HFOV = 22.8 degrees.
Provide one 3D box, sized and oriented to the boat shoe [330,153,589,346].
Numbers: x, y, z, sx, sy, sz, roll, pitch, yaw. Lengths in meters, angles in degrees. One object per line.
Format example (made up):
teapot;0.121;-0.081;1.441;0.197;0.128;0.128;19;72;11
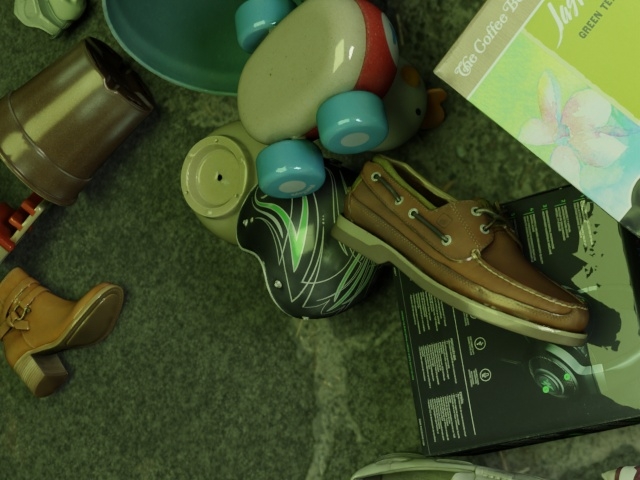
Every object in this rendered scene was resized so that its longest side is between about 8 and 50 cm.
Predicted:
boat shoe;0.142;0.004;1.571;0.307;0.111;0.104;27;99;32

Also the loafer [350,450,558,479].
loafer;0.169;0.290;1.656;0.319;0.111;0.112;6;90;43

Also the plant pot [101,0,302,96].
plant pot;-0.095;-0.335;1.825;0.293;0.293;0.196;-20;49;29

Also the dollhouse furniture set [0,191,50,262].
dollhouse furniture set;-0.491;-0.080;2.060;0.259;0.262;0.135;39;107;-7

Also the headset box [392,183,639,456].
headset box;0.236;0.081;1.647;0.283;0.131;0.246;-17;76;30

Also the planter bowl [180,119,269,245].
planter bowl;-0.096;-0.072;1.880;0.162;0.109;0.162;-3;84;31

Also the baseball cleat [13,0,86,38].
baseball cleat;-0.385;-0.360;2.107;0.109;0.072;0.206;-41;63;29

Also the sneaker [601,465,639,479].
sneaker;0.324;0.323;1.618;0.084;0.069;0.185;-4;81;45

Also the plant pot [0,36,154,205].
plant pot;-0.311;-0.159;1.998;0.165;0.167;0.167;-40;67;15

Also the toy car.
toy car;0.052;-0.167;1.721;0.210;0.238;0.219;-35;57;44

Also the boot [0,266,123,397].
boot;-0.351;0.086;2.049;0.197;0.073;0.152;-47;60;17

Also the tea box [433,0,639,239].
tea box;0.321;-0.144;1.458;0.323;0.329;0.220;39;107;9

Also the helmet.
helmet;0.000;0.000;1.784;0.169;0.169;0.161;-57;45;15
